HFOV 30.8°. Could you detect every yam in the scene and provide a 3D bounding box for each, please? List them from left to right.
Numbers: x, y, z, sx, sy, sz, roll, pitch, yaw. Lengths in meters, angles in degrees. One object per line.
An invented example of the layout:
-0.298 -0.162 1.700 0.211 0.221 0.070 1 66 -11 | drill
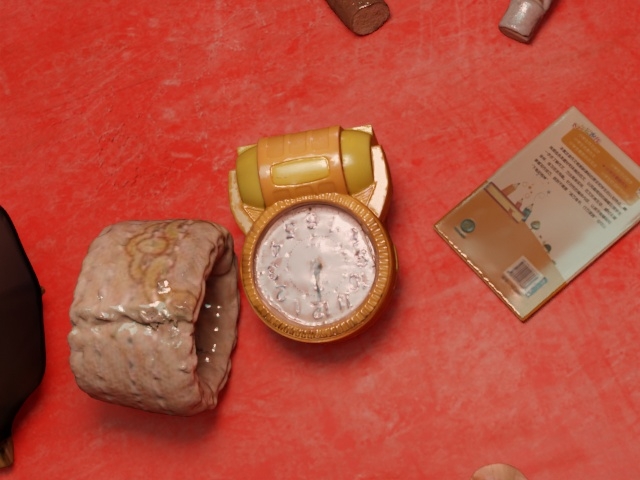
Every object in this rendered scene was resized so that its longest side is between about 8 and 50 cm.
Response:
0.049 -0.409 1.926 0.084 0.084 0.127 -33 65 -1 | yam

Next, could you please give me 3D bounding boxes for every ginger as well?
-0.610 0.147 1.776 0.358 0.211 0.413 4 82 -28 | ginger

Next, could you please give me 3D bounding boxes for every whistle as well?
0.391 -0.479 1.861 0.142 0.134 0.346 29 89 -21 | whistle

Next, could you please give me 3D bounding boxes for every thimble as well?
-0.239 0.110 1.694 0.195 0.291 0.291 3 72 12 | thimble

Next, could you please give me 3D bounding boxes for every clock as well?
0.000 0.000 1.741 0.244 0.200 0.317 -10 78 12 | clock

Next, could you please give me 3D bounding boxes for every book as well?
0.347 -0.044 1.767 0.295 0.020 0.208 -40 68 -4 | book

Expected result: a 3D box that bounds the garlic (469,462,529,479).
0.268 0.386 1.598 0.124 0.099 0.174 -27 67 -14 | garlic
